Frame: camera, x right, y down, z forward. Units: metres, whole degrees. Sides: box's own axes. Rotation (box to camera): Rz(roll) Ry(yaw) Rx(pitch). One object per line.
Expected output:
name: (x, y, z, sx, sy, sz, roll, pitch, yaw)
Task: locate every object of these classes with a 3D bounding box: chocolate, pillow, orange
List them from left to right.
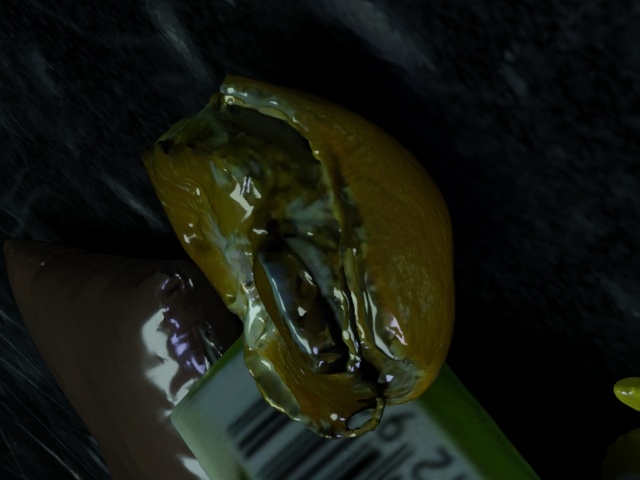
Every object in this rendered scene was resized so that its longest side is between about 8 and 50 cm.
pillow: (-0.112, 0.137, 0.960, 0.305, 0.108, 0.308, 6, 125, 56)
orange: (0.000, 0.000, 0.566, 0.160, 0.112, 0.170, 29, 132, 54)
chocolate: (0.067, 0.203, 0.673, 0.301, 0.137, 0.289, 51, 170, 45)

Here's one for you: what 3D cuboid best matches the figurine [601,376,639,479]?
figurine: (0.173, 0.134, 0.566, 0.129, 0.109, 0.178, 58, 167, 26)
